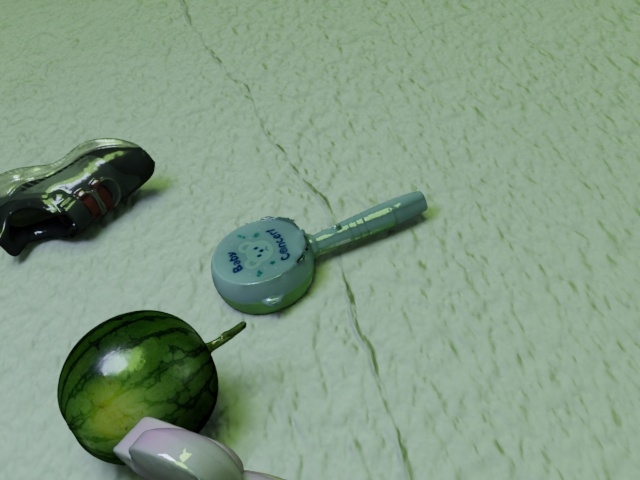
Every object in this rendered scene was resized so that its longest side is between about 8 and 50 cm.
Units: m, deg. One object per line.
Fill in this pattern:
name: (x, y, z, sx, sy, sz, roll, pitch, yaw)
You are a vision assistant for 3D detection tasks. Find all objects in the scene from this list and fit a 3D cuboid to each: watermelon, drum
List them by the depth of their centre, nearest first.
watermelon: (-0.151, 0.129, 0.824, 0.187, 0.140, 0.140, -25, 41, -16)
drum: (0.002, 0.013, 0.972, 0.253, 0.049, 0.130, -12, 40, 4)

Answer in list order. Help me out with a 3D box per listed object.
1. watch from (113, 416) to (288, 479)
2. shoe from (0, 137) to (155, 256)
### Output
watch: (-0.073, 0.272, 0.611, 0.248, 0.211, 0.217, 18, 59, 22)
shoe: (-0.319, -0.049, 1.117, 0.228, 0.099, 0.112, -16, 47, 5)
